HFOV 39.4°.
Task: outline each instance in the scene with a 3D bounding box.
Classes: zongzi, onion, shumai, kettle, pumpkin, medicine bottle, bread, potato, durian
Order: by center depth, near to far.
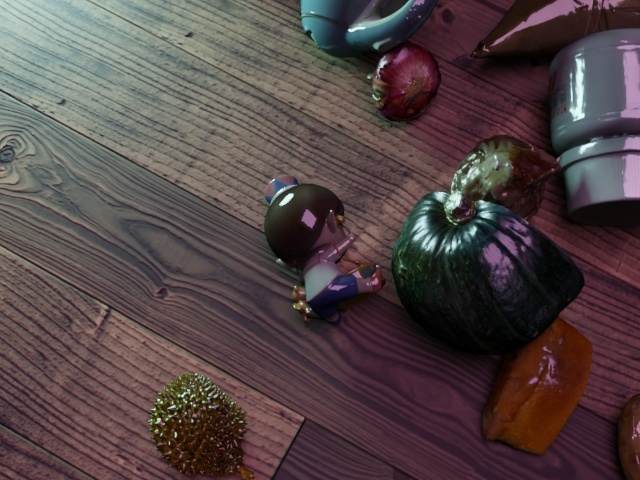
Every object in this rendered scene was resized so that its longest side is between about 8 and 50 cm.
[{"bbox_3d":[-0.183,0.306,1.412,0.146,0.102,0.208,-40,81,-24],"label":"durian"},{"bbox_3d":[0.243,0.069,1.447,0.263,0.293,0.197,46,70,-30],"label":"pumpkin"},{"bbox_3d":[0.544,0.337,1.473,0.107,0.080,0.170,-4,66,1],"label":"potato"},{"bbox_3d":[0.368,0.219,1.474,0.129,0.134,0.260,25,69,3],"label":"bread"},{"bbox_3d":[0.332,-0.119,1.580,0.166,0.175,0.206,28,66,6],"label":"shumai"},{"bbox_3d":[0.535,-0.194,1.590,0.245,0.245,0.306,2,77,-5],"label":"medicine bottle"},{"bbox_3d":[0.105,-0.499,1.650,0.319,0.247,0.342,20,87,46],"label":"kettle"},{"bbox_3d":[0.141,-0.305,1.676,0.150,0.150,0.140,-34,39,-16],"label":"onion"},{"bbox_3d":[0.455,-0.553,1.765,0.418,0.181,0.447,-8,67,-7],"label":"zongzi"}]

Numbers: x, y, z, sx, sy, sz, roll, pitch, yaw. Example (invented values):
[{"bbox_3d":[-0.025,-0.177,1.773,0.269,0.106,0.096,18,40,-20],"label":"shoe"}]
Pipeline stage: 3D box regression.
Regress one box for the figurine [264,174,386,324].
[{"bbox_3d":[-0.006,0.001,1.526,0.158,0.161,0.275,-8,66,-52],"label":"figurine"}]
